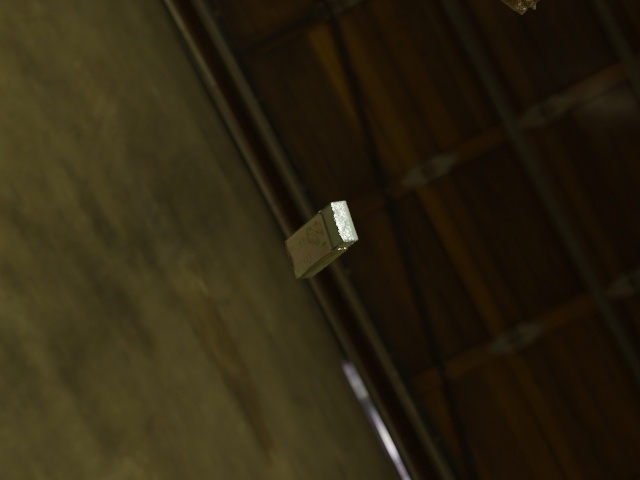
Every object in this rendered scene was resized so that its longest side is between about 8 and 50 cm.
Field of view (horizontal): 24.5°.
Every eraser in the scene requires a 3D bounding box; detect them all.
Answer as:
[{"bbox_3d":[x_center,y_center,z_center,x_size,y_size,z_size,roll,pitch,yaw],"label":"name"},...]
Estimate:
[{"bbox_3d":[0.000,0.000,1.213,0.083,0.019,0.038,-38,-117,53],"label":"eraser"}]

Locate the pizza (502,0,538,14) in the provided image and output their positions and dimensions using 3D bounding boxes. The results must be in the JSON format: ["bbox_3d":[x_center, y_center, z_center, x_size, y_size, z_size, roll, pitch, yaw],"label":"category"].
[{"bbox_3d":[0.282,-0.432,1.775,0.189,0.297,0.071,37,11,-14],"label":"pizza"}]
